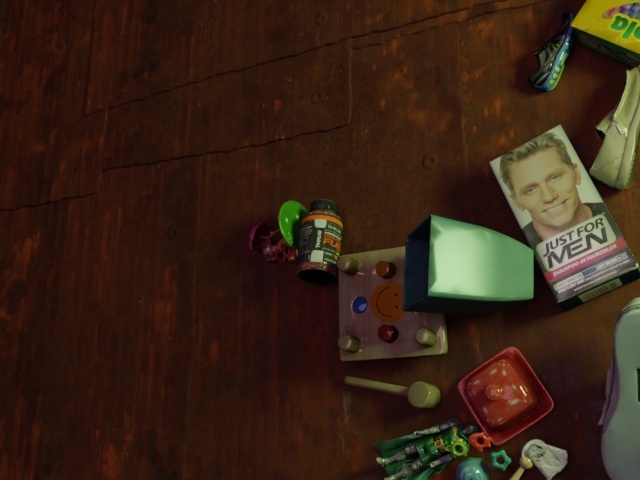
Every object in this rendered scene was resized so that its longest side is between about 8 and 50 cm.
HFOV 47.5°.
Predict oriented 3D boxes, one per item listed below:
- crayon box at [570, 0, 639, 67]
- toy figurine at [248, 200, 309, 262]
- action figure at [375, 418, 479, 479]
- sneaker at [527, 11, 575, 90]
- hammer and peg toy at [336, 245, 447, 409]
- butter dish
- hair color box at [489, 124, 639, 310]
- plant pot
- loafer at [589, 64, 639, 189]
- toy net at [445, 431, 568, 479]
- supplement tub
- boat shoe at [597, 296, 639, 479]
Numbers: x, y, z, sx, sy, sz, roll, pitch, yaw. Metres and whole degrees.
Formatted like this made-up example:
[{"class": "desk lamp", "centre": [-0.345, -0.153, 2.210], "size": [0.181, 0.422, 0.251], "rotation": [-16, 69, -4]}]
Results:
[{"class": "crayon box", "centre": [0.770, -0.494, 1.508], "size": [0.363, 0.106, 0.313], "rotation": [36, 94, 31]}, {"class": "toy figurine", "centre": [-0.109, 0.003, 1.859], "size": [0.159, 0.130, 0.173], "rotation": [-19, 92, 37]}, {"class": "action figure", "centre": [0.235, 0.448, 1.556], "size": [0.232, 0.063, 0.137], "rotation": [-31, 60, 14]}, {"class": "sneaker", "centre": [0.525, -0.434, 1.647], "size": [0.078, 0.067, 0.188], "rotation": [24, 91, 25]}, {"class": "hammer and peg toy", "centre": [0.152, 0.194, 1.631], "size": [0.265, 0.127, 0.362], "rotation": [-8, 72, 26]}, {"class": "butter dish", "centre": [0.365, 0.314, 1.487], "size": [0.160, 0.118, 0.160], "rotation": [-38, 61, 14]}, {"class": "hair color box", "centre": [0.507, -0.048, 1.523], "size": [0.173, 0.105, 0.347], "rotation": [-29, 63, 18]}, {"class": "plant pot", "centre": [0.307, 0.064, 1.490], "size": [0.234, 0.166, 0.166], "rotation": [8, 73, -9]}, {"class": "loafer", "centre": [0.624, -0.241, 1.517], "size": [0.092, 0.102, 0.269], "rotation": [11, 81, 24]}, {"class": "toy net", "centre": [0.380, 0.437, 1.476], "size": [0.232, 0.045, 0.122], "rotation": [-17, 85, 17]}, {"class": "supplement tub", "centre": [0.000, 0.000, 1.775], "size": [0.106, 0.106, 0.198], "rotation": [-8, 62, 26]}, {"class": "boat shoe", "centre": [0.595, 0.279, 1.369], "size": [0.135, 0.156, 0.367], "rotation": [0, 104, 24]}]
